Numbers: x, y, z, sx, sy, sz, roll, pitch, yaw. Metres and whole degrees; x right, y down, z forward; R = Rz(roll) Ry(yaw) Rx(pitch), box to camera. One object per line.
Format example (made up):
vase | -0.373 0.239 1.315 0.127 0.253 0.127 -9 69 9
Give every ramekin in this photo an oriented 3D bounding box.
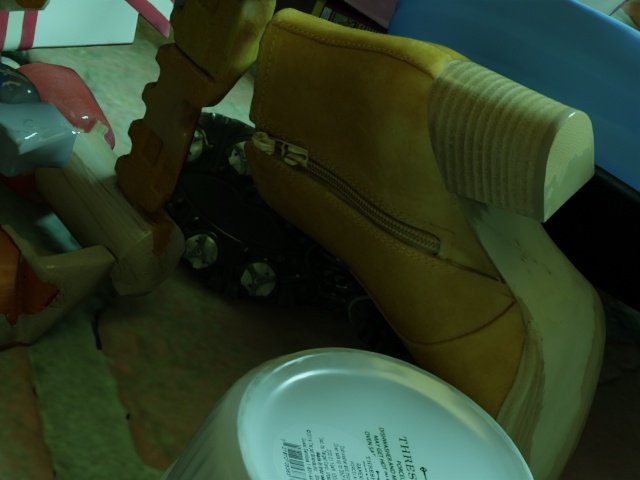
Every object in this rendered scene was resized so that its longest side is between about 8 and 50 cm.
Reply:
ramekin | 0.017 0.150 0.749 0.207 0.109 0.207 17 35 -12

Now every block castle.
block castle | -0.256 -0.102 0.744 0.453 0.303 0.213 -12 47 -43

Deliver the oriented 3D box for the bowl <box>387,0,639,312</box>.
bowl | 0.199 -0.031 0.953 0.391 0.077 0.391 34 -4 3

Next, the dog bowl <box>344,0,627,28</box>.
dog bowl | 0.086 -0.292 1.277 0.408 0.150 0.408 29 20 -12

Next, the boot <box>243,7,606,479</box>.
boot | 0.054 0.014 0.858 0.211 0.295 0.104 22 40 35

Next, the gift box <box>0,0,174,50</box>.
gift box | -0.246 -0.248 1.004 0.255 0.276 0.258 -15 35 -39

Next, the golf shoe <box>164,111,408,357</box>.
golf shoe | 0.000 0.000 0.975 0.273 0.105 0.120 29 12 5

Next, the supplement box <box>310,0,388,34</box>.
supplement box | 0.029 -0.173 1.240 0.083 0.055 0.043 25 32 -2
